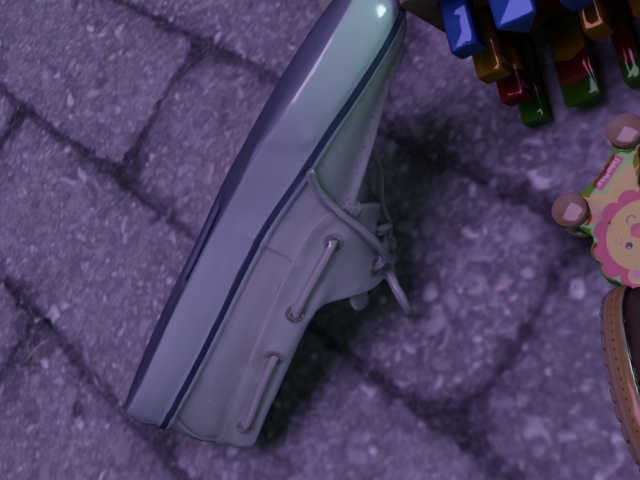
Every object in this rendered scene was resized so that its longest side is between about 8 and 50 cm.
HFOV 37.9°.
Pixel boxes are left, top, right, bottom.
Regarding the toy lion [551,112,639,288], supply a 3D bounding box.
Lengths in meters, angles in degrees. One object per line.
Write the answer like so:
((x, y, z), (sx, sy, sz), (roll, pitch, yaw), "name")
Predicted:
((0.206, -0.019, 0.592), (0.096, 0.034, 0.100), (35, 94, 35), "toy lion")

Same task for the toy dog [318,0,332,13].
((0.156, -0.370, 0.661), (0.408, 0.284, 0.395), (-6, 47, 36), "toy dog")

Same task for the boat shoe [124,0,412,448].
((0.000, 0.004, 0.671), (0.367, 0.156, 0.136), (-62, 13, 14), "boat shoe")

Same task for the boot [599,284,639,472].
((0.269, 0.100, 0.455), (0.207, 0.090, 0.248), (-29, 61, 22), "boot")

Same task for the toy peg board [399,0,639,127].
((0.162, -0.141, 0.603), (0.161, 0.160, 0.079), (-20, 75, 31), "toy peg board")
